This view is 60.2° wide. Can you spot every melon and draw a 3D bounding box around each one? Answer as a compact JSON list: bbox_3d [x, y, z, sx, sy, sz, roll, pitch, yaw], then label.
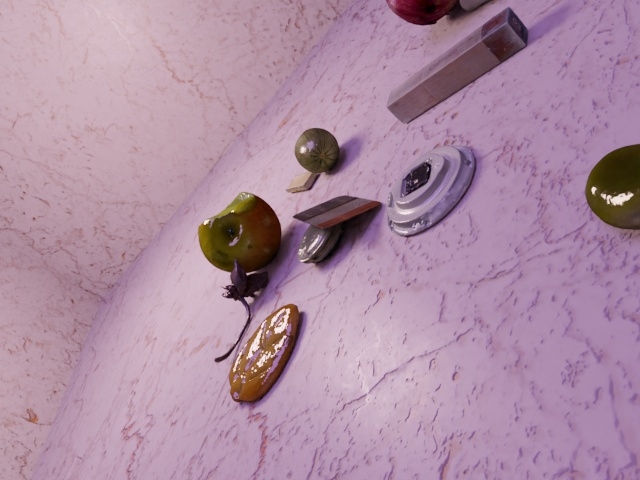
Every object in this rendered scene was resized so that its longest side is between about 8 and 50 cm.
[{"bbox_3d":[-0.012,-0.280,1.716,0.139,0.139,0.192,-49,21,9],"label":"melon"}]

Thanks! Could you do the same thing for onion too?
[{"bbox_3d":[0.315,-0.815,1.583,0.358,0.344,0.358,-57,12,19],"label":"onion"}]

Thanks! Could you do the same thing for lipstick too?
[{"bbox_3d":[0.323,-0.417,1.357,0.371,0.079,0.076,-27,34,44],"label":"lipstick"}]

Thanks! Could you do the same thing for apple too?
[{"bbox_3d":[-0.241,-0.023,1.620,0.246,0.246,0.226,-47,-13,12],"label":"apple"}]

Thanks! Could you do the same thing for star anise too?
[{"bbox_3d":[-0.215,0.189,1.494,0.218,0.148,0.228,-22,53,-9],"label":"star anise"}]

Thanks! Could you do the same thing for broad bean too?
[{"bbox_3d":[0.417,-0.068,0.695,0.125,0.082,0.174,-56,13,-10],"label":"broad bean"}]

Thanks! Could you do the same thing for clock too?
[{"bbox_3d":[0.216,-0.117,1.165,0.236,0.053,0.237,-42,24,24],"label":"clock"}]

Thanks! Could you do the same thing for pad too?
[{"bbox_3d":[-0.041,-0.070,1.360,0.250,0.322,0.055,-157,64,-66],"label":"pad"}]

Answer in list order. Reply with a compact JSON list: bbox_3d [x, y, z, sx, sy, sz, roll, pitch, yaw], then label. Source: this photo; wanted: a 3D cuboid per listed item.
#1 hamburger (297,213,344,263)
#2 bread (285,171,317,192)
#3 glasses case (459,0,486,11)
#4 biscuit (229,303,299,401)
[{"bbox_3d":[0.000,0.000,1.390,0.133,0.062,0.140,-35,30,41],"label":"hamburger"},{"bbox_3d":[-0.063,-0.192,1.825,0.068,0.028,0.153,-59,23,-16],"label":"bread"},{"bbox_3d":[0.496,-0.717,1.454,0.128,0.083,0.308,-60,24,-15],"label":"glasses case"},{"bbox_3d":[-0.132,0.259,1.291,0.260,0.041,0.203,-57,23,-5],"label":"biscuit"}]
